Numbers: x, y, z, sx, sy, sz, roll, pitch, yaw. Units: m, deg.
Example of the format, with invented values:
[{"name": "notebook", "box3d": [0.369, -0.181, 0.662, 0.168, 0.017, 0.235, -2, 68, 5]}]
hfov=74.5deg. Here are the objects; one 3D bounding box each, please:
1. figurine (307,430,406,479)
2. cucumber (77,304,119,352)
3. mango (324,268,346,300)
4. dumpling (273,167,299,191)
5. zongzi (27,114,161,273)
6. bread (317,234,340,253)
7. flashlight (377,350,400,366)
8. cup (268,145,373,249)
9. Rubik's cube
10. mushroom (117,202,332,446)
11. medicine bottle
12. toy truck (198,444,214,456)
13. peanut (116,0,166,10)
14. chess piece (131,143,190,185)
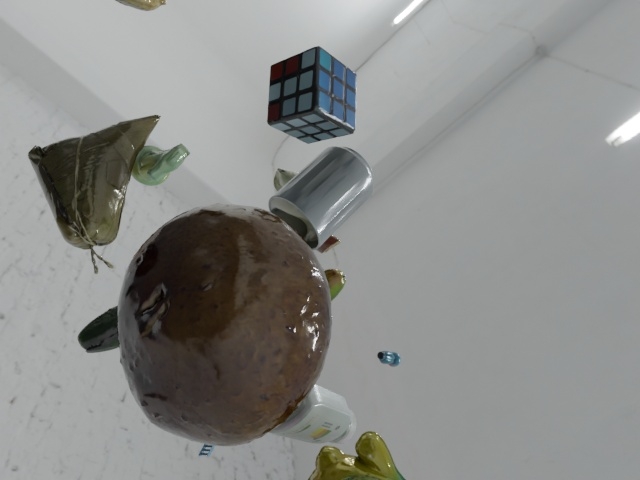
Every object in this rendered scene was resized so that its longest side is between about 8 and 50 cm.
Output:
[{"name": "figurine", "box3d": [0.111, 0.590, 0.879, 0.323, 0.340, 0.231, -61, 177, -6]}, {"name": "cucumber", "box3d": [-0.304, 0.127, 0.740, 0.227, 0.069, 0.069, -27, -154, -22]}, {"name": "mango", "box3d": [0.001, 0.199, 1.680, 0.233, 0.125, 0.111, -41, -178, 23]}, {"name": "dumpling", "box3d": [-0.127, -0.240, 1.873, 0.100, 0.169, 0.134, -96, -160, -61]}, {"name": "zongzi", "box3d": [-0.693, -0.199, 1.450, 0.467, 0.218, 0.500, -30, -111, -10]}, {"name": "bread", "box3d": [-0.001, 0.000, 1.753, 0.192, 0.119, 0.067, 32, -136, 32]}, {"name": "flashlight", "box3d": [0.225, 0.386, 1.393, 0.051, 0.129, 0.051, -15, -120, 28]}, {"name": "cup", "box3d": [-0.011, -0.156, 1.496, 0.327, 0.237, 0.323, -46, -154, -26]}, {"name": "Rubik's cube", "box3d": [-0.017, -0.346, 1.029, 0.163, 0.160, 0.162, -2, -99, 39]}, {"name": "mushroom", "box3d": [-0.141, 0.142, 0.650, 0.334, 0.356, 0.331, -13, -129, 1]}, {"name": "medicine bottle", "box3d": [-0.014, 0.473, 1.131, 0.161, 0.296, 0.111, -33, -130, 10]}, {"name": "toy truck", "box3d": [-0.290, 0.495, 1.120, 0.063, 0.074, 0.136, -5, -156, 18]}, {"name": "peanut", "box3d": [-0.457, -0.616, 1.032, 0.093, 0.083, 0.194, 9, -163, 13]}, {"name": "chess piece", "box3d": [-0.651, -0.308, 1.702, 0.298, 0.176, 0.175, 5, -119, 49]}]
